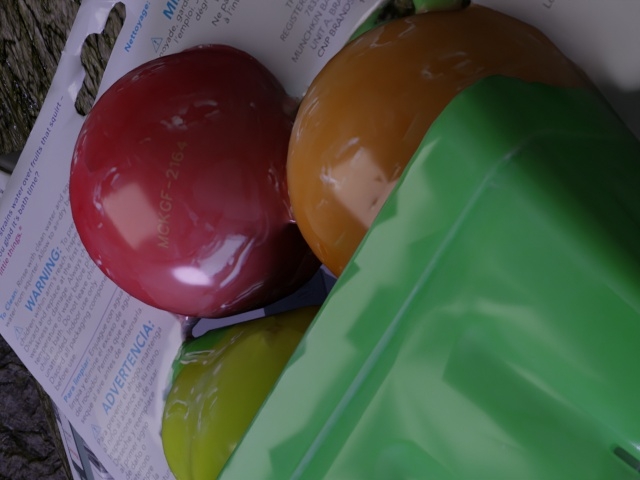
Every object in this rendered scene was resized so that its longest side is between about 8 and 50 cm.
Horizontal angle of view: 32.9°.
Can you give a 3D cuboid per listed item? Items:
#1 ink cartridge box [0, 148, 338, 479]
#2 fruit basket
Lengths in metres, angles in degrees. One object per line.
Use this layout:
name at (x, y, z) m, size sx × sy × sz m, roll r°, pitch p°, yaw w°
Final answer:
ink cartridge box at (-0.063, 0.064, 0.690) m, size 0.121 × 0.211 × 0.289 m, roll 18°, pitch 123°, yaw 62°
fruit basket at (0.000, 0.000, 0.450) m, size 0.353 × 0.165 × 0.327 m, roll 46°, pitch 117°, yaw 34°
